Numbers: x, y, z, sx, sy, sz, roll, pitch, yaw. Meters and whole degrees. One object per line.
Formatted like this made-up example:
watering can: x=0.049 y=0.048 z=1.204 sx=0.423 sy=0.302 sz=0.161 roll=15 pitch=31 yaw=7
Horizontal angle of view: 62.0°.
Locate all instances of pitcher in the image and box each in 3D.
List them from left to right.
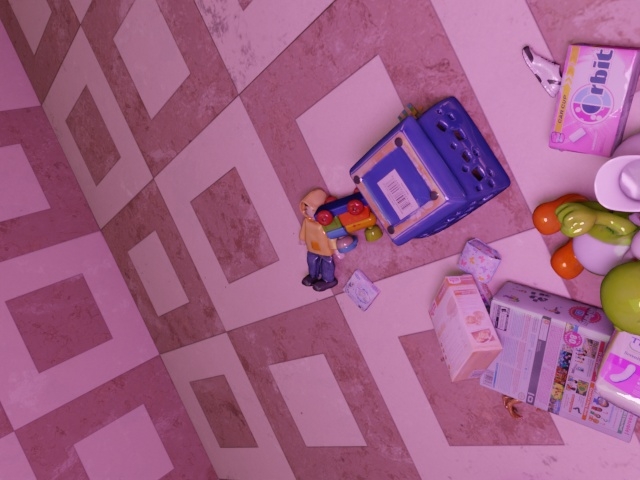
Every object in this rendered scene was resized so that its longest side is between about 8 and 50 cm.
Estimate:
pitcher: x=0.541 y=-0.102 z=0.826 sx=0.178 sy=0.207 sz=0.125 roll=15 pitch=116 yaw=34

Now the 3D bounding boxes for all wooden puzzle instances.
wooden puzzle: x=0.206 y=-0.281 z=1.220 sx=0.049 sy=0.006 sz=0.083 roll=54 pitch=136 yaw=12

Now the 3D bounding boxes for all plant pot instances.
plant pot: x=0.215 y=-0.133 z=1.126 sx=0.236 sy=0.212 sz=0.235 roll=-38 pitch=81 yaw=44

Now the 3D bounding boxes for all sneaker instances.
sneaker: x=0.414 y=-0.318 z=0.983 sx=0.044 sy=0.040 sz=0.109 roll=-38 pitch=84 yaw=30

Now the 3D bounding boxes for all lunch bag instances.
lunch bag: x=0.358 y=0.047 z=1.191 sx=0.083 sy=0.053 sz=0.071 roll=41 pitch=131 yaw=36

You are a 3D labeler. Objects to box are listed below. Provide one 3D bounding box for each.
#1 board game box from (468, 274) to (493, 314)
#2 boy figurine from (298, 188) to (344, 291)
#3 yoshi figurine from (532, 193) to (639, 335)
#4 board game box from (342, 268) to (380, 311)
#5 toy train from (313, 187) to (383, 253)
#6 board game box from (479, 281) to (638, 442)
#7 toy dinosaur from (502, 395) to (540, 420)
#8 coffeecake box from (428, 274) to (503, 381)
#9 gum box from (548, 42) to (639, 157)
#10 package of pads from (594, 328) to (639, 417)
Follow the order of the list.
board game box: x=0.364 y=0.159 z=1.254 sx=0.103 sy=0.026 sz=0.154 roll=-30 pitch=86 yaw=47
boy figurine: x=0.000 y=0.000 z=1.492 sx=0.177 sy=0.092 sz=0.285 roll=25 pitch=127 yaw=42
yoshi figurine: x=0.466 y=0.039 z=0.855 sx=0.362 sy=0.204 sz=0.202 roll=-125 pitch=47 yaw=-76
board game box: x=0.114 y=0.141 z=1.495 sx=0.090 sy=0.020 sz=0.090 roll=48 pitch=135 yaw=18
toy train: x=0.121 y=-0.061 z=1.355 sx=0.248 sy=0.105 sz=0.143 roll=-18 pitch=113 yaw=24
board game box: x=0.500 y=0.241 z=1.091 sx=0.304 sy=0.098 sz=0.223 roll=18 pitch=120 yaw=33
toy dinosaur: x=0.450 y=0.350 z=1.248 sx=0.212 sy=0.064 sz=0.112 roll=13 pitch=99 yaw=30
coffeecake box: x=0.310 y=0.191 z=1.165 sx=0.142 sy=0.068 sz=0.185 roll=100 pitch=163 yaw=-50
gum box: x=0.478 y=-0.241 z=0.930 sx=0.107 sy=0.062 sz=0.188 roll=22 pitch=122 yaw=37
package of pads: x=0.612 y=0.172 z=0.869 sx=0.229 sy=0.101 sz=0.296 roll=27 pitch=88 yaw=33
